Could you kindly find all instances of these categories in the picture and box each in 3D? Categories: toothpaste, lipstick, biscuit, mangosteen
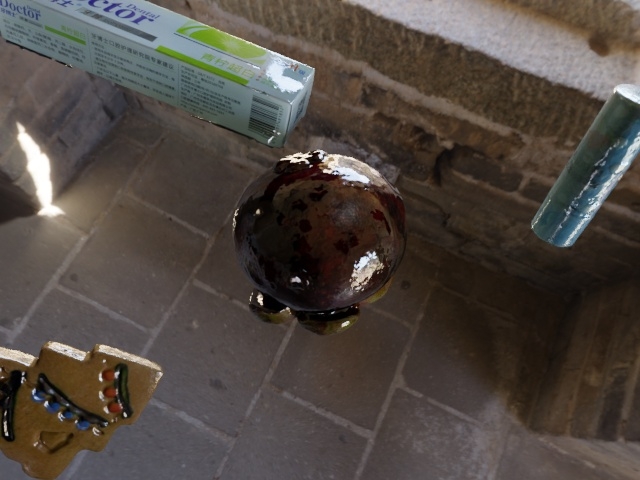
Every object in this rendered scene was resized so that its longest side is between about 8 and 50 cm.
[{"bbox_3d":[-0.179,-0.204,0.527,0.337,0.067,0.081,22,49,1],"label":"toothpaste"},{"bbox_3d":[0.257,-0.065,0.454,0.048,0.157,0.048,7,43,-6],"label":"lipstick"},{"bbox_3d":[-0.408,0.257,0.778,0.302,0.043,0.277,-20,116,-8],"label":"biscuit"},{"bbox_3d":[0.000,0.000,0.543,0.210,0.210,0.209,2,68,-6],"label":"mangosteen"}]
